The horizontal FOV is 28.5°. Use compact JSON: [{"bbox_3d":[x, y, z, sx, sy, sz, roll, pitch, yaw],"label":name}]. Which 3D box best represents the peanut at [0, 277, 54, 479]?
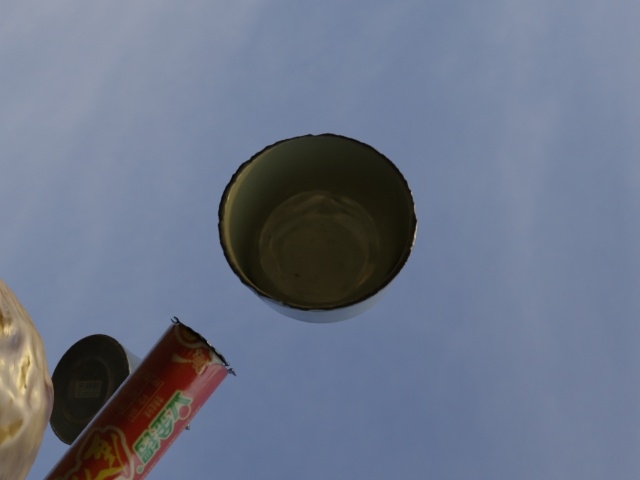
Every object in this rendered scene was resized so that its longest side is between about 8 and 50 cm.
[{"bbox_3d":[-0.256,0.087,0.743,0.110,0.233,0.197,1,-103,27],"label":"peanut"}]

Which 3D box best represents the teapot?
[{"bbox_3d":[-0.295,0.229,1.837,0.239,0.149,0.163,12,-100,41],"label":"teapot"}]

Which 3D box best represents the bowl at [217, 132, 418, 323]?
[{"bbox_3d":[0.000,0.000,1.350,0.211,0.112,0.212,-2,-116,4],"label":"bowl"}]

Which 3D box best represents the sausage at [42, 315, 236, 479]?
[{"bbox_3d":[-0.183,0.192,1.116,0.083,0.083,0.264,21,-115,42],"label":"sausage"}]
